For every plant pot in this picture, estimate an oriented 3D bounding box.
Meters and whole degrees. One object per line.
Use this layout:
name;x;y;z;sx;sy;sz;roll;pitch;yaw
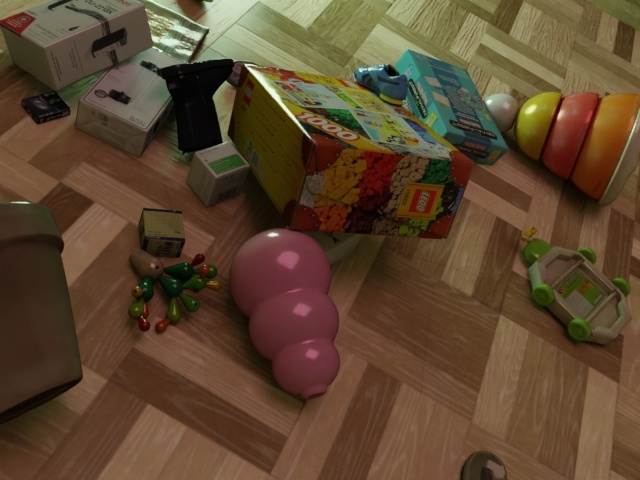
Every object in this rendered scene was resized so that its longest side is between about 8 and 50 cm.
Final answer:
plant pot;-0.521;0.136;1.155;0.323;0.323;0.280;-23;82;-39

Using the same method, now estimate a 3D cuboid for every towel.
towel;-0.500;-0.570;1.927;0.370;0.040;0.271;23;46;-8

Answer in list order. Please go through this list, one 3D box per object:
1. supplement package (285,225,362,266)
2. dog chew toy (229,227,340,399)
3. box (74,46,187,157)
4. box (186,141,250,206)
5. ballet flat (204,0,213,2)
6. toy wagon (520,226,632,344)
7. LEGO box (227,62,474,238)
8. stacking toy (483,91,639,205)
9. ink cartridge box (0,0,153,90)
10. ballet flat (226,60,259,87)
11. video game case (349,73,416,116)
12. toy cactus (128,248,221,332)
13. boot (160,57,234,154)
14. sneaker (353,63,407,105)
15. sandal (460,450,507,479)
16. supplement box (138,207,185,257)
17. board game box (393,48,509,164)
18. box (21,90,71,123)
supplement package;0.000;0.000;1.639;0.105;0.105;0.179;46;47;14
dog chew toy;-0.056;0.145;1.429;0.206;0.206;0.332;-4;62;-29
box;-0.430;-0.341;1.730;0.169;0.087;0.290;25;46;-5
box;-0.231;-0.150;1.655;0.101;0.102;0.087;-26;65;-38
ballet flat;-0.388;-0.759;2.137;0.073;0.080;0.232;-30;64;-11
toy wagon;0.644;0.107;1.898;0.267;0.068;0.344;-29;68;-41
LEGO box;0.043;-0.210;1.659;0.372;0.193;0.500;3;28;-26
stacking toy;0.705;-0.336;2.189;0.479;0.351;0.351;21;44;13
ink cartridge box;-0.556;-0.476;1.692;0.197;0.114;0.273;31;52;31
ballet flat;-0.142;-0.431;1.981;0.249;0.058;0.084;3;86;-17
video game case;0.197;-0.370;2.101;0.210;0.042;0.232;8;49;-21
toy cactus;-0.307;0.076;1.436;0.180;0.112;0.219;37;53;21
boot;-0.274;-0.320;1.746;0.094;0.207;0.246;-4;15;27
sneaker;0.153;-0.401;1.795;0.069;0.082;0.209;0;28;-28
sandal;0.318;0.524;1.360;0.120;0.086;0.303;15;47;-14
supplement box;-0.329;-0.016;1.521;0.083;0.056;0.083;4;50;-24
board game box;0.379;-0.390;2.150;0.253;0.079;0.336;8;50;-35
box;-0.616;-0.299;1.649;0.083;0.018;0.067;-28;69;-40
